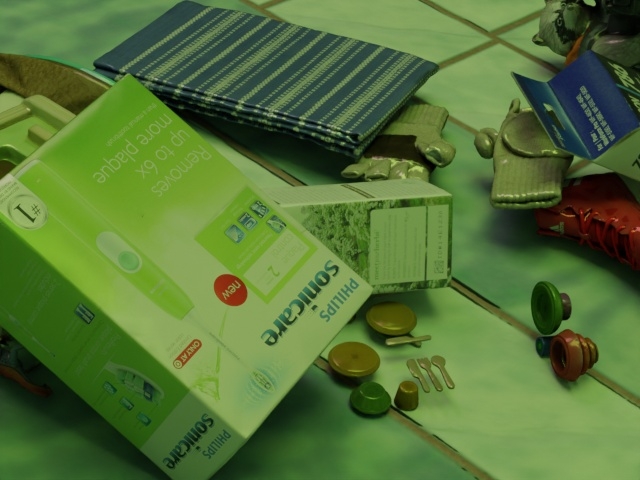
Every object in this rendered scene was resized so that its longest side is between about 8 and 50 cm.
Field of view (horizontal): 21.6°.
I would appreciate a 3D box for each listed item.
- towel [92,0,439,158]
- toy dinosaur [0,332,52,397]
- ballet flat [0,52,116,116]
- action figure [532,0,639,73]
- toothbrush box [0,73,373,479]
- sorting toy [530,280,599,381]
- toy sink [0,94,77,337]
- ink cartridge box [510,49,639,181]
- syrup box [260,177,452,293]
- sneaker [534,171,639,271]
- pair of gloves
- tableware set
[{"bbox_3d":[-0.063,-0.186,1.887,0.336,0.040,0.243,16,33,18],"label":"towel"},{"bbox_3d":[-0.268,0.111,1.454,0.090,0.047,0.082,-30,52,2],"label":"toy dinosaur"},{"bbox_3d":[-0.346,-0.142,1.724,0.342,0.116,0.124,24,52,22],"label":"ballet flat"},{"bbox_3d":[0.399,-0.218,1.953,0.330,0.178,0.341,19,11,22],"label":"action figure"},{"bbox_3d":[-0.134,0.033,1.397,0.283,0.122,0.206,43,49,1],"label":"toothbrush box"},{"bbox_3d":[0.231,0.086,1.573,0.042,0.061,0.102,-4,60,-20],"label":"sorting toy"},{"bbox_3d":[-0.258,-0.039,1.569,0.153,0.131,0.234,32,40,28],"label":"toy sink"},{"bbox_3d":[0.370,-0.107,1.776,0.333,0.065,0.165,18,29,-25],"label":"ink cartridge box"},{"bbox_3d":[0.000,0.000,1.585,0.237,0.093,0.096,-4,14,-18],"label":"syrup box"},{"bbox_3d":[0.289,0.000,1.708,0.128,0.087,0.221,-7,25,-8],"label":"sneaker"},{"bbox_3d":[0.158,-0.101,1.783,0.240,0.042,0.204,4,31,19],"label":"pair of gloves"},{"bbox_3d":[0.052,0.103,1.542,0.104,0.024,0.154,-8,39,-18],"label":"tableware set"}]
